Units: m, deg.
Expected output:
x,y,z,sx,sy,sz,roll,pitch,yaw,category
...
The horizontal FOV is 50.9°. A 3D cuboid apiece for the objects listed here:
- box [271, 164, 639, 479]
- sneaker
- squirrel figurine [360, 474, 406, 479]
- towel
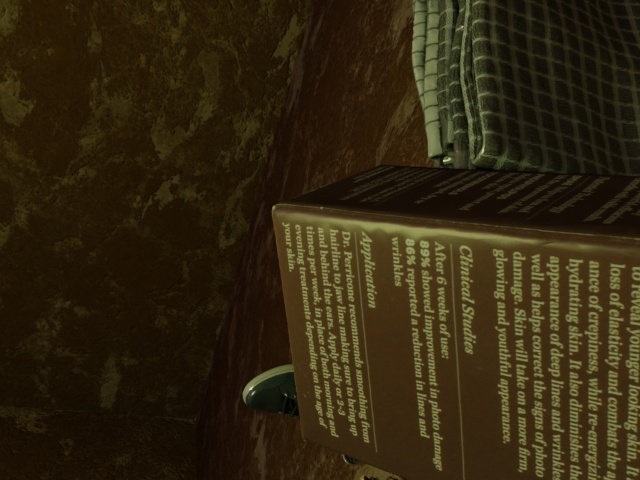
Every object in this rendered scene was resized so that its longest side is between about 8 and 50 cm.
x,y,z,sx,sy,sz,roll,pitch,yaw,category
0.161,0.063,0.402,0.382,0.143,0.191,9,113,40,box
-0.004,0.280,1.082,0.163,0.226,0.086,-113,28,-55,sneaker
0.099,0.322,0.368,0.370,0.281,0.396,146,143,-65,squirrel figurine
0.206,-0.136,0.594,0.121,0.235,0.283,135,140,-54,towel
